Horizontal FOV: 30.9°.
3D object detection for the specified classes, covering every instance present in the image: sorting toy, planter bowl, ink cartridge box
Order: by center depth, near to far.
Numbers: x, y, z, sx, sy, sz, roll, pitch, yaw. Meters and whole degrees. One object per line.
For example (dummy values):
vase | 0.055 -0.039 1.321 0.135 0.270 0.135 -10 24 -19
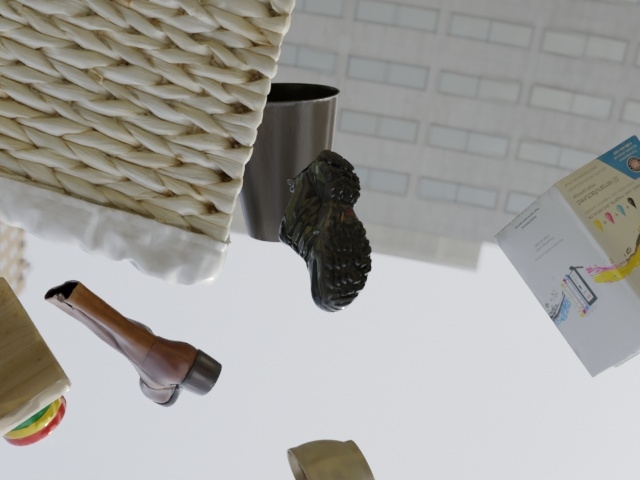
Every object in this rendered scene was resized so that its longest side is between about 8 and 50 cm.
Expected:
sorting toy | -0.446 0.201 1.426 0.257 0.089 0.255 -34 -141 -12
ink cartridge box | 0.384 0.022 1.504 0.171 0.168 0.232 -29 -101 -31
planter bowl | 0.026 0.400 1.942 0.109 0.162 0.162 -25 -145 -13

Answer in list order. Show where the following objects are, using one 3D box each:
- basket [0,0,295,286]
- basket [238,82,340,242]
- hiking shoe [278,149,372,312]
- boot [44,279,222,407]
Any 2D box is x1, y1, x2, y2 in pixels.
basket | -0.203 -0.153 0.978 0.331 0.266 0.328 20 -173 -10
basket | -0.062 -0.123 1.817 0.204 0.227 0.154 7 -160 26
hiking shoe | 0.000 0.000 1.502 0.086 0.114 0.227 22 -127 -33
boot | -0.328 0.169 1.870 0.280 0.096 0.264 32 165 -18
